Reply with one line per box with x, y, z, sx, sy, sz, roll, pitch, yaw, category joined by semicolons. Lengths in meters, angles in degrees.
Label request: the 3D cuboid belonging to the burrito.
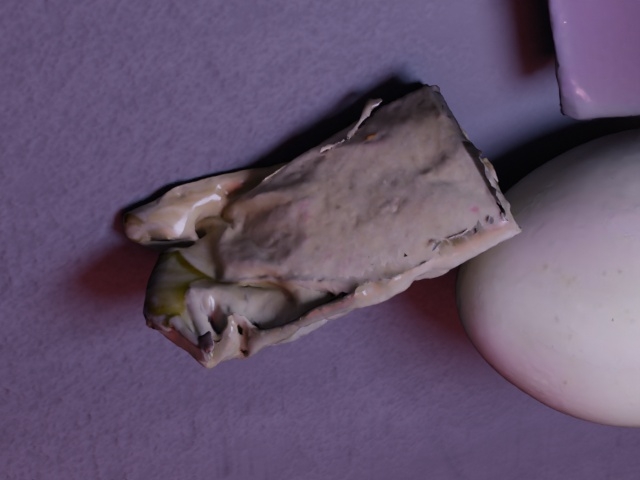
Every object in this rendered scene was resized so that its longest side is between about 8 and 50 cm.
-0.001;-0.002;1.528;0.332;0.190;0.135;-24;155;3;burrito

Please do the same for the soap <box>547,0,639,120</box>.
0.333;-0.236;1.434;0.296;0.107;0.285;-1;133;12;soap

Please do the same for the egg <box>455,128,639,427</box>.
0.297;0.038;1.607;0.345;0.283;0.283;-8;131;-6;egg
